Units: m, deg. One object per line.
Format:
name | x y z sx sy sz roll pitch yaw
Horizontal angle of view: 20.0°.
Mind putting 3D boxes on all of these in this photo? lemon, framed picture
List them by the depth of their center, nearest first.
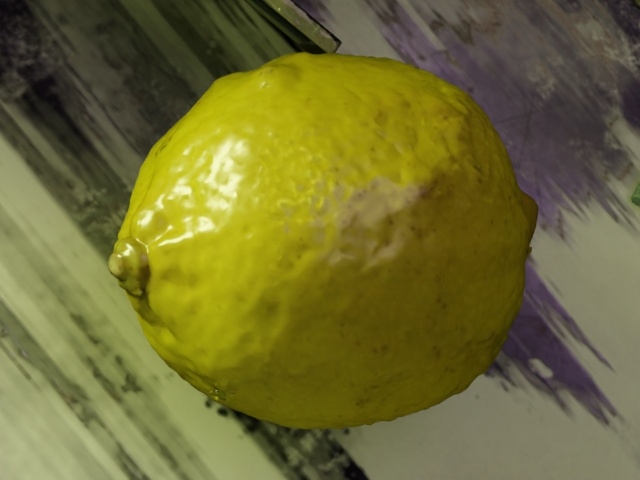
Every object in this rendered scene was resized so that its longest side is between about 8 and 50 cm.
lemon | 0.000 0.000 1.273 0.321 0.268 0.268 2 67 -21
framed picture | -0.106 -0.236 1.369 0.289 0.213 0.016 39 92 -7

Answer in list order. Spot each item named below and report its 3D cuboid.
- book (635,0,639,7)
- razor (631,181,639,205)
book | 0.380 -0.266 1.727 0.160 0.024 0.228 48 56 0
razor | 0.328 -0.115 1.609 0.084 0.036 0.211 33 64 -6
